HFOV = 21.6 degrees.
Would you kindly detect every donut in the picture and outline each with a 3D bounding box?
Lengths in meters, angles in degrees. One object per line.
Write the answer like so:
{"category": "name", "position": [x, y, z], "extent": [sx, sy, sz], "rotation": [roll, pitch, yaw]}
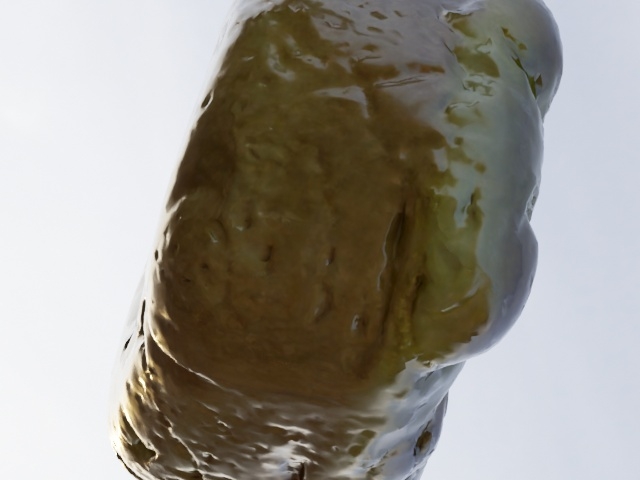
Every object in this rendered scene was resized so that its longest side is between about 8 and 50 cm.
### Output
{"category": "donut", "position": [0.000, 0.000, 0.657], "extent": [0.128, 0.209, 0.261], "rotation": [17, -40, -6]}
